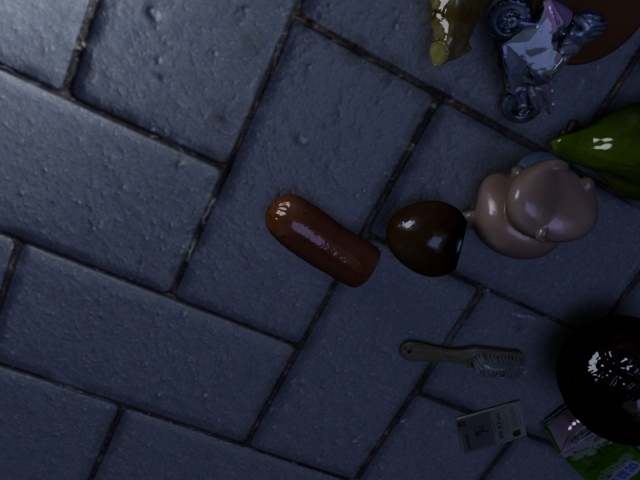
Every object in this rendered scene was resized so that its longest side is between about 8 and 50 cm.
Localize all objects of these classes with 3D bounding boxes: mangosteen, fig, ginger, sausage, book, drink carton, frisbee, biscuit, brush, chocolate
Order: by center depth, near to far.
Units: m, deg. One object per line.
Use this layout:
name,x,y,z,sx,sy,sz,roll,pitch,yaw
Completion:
ginger,0.263,-0.538,0.861,0.363,0.122,0.348,-30,113,1
frisbee,0.518,-0.460,0.922,0.251,0.021,0.251,-2,125,-3
fig,0.615,-0.189,0.982,0.275,0.206,0.206,8,111,7
chocolate,0.223,-0.008,1.039,0.177,0.177,0.176,-1,111,-4
sausage,0.000,0.000,1.040,0.259,0.113,0.113,32,105,-16
biscuit,0.536,-0.213,1.048,0.092,0.016,0.082,-30,111,6
mangosteen,0.707,0.325,1.144,0.297,0.313,0.297,-2,76,9
brush,0.360,0.299,1.209,0.327,0.065,0.070,9,113,-6
drink carton,0.749,0.557,1.313,0.161,0.108,0.271,-41,110,14
book,0.465,0.507,1.321,0.182,0.014,0.127,-17,112,2

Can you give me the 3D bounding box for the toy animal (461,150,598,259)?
toy animal,0.433,-0.057,0.986,0.210,0.221,0.229,25,111,-4

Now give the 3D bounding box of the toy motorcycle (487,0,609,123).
toy motorcycle,0.433,-0.349,0.913,0.204,0.108,0.239,-13,140,18
